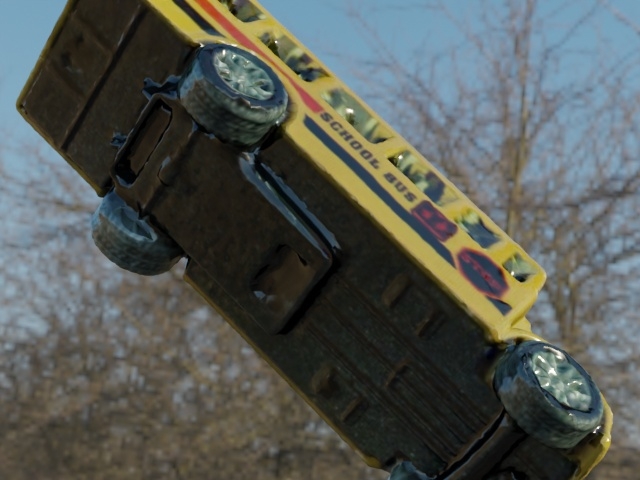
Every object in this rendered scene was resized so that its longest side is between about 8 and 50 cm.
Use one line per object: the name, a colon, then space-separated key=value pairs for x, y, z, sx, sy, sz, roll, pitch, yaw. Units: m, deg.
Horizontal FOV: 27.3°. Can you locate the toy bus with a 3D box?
toy bus: x=0.000 y=0.000 z=0.658 sx=0.121 sy=0.335 sz=0.123 roll=-53 pitch=-12 yaw=32
